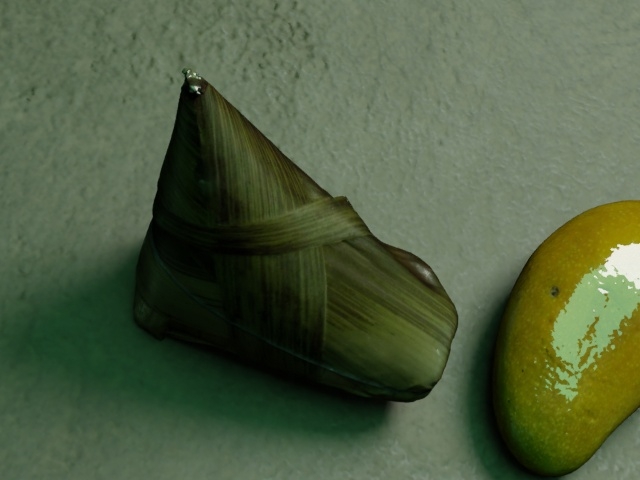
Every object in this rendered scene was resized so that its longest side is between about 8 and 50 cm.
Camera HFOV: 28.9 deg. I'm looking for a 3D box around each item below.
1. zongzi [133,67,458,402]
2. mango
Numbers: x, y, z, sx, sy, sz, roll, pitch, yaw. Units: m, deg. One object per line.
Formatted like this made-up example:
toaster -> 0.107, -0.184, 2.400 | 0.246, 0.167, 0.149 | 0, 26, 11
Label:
zongzi -> 0.000, 0.000, 0.785 | 0.221, 0.242, 0.112 | 18, 54, -3
mango -> 0.198, 0.063, 0.896 | 0.136, 0.099, 0.227 | 38, 69, -3
